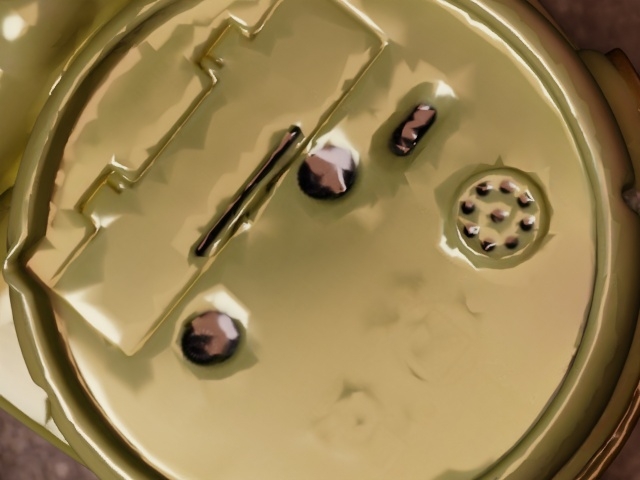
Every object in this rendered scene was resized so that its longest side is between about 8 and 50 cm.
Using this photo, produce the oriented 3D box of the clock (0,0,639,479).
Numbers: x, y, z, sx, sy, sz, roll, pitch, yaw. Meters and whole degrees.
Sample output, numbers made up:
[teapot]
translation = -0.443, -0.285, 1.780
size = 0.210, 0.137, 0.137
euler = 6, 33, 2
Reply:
[clock]
translation = 0.000, 0.000, 0.642
size = 0.348, 0.117, 0.286
euler = 39, 93, 9
